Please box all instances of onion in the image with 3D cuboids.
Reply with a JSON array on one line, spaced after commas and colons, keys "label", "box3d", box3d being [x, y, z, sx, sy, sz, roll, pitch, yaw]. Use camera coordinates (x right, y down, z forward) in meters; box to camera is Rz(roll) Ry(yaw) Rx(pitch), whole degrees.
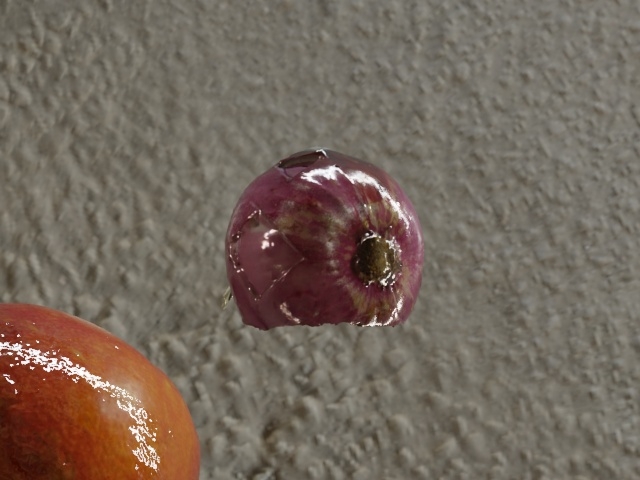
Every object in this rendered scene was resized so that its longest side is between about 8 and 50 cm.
[{"label": "onion", "box3d": [0.007, 0.000, 1.123, 0.207, 0.200, 0.200, 5, 73, -12]}]

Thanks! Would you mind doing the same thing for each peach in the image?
[{"label": "peach", "box3d": [-0.299, 0.237, 1.262, 0.373, 0.373, 0.290, 32, 72, -13]}]
